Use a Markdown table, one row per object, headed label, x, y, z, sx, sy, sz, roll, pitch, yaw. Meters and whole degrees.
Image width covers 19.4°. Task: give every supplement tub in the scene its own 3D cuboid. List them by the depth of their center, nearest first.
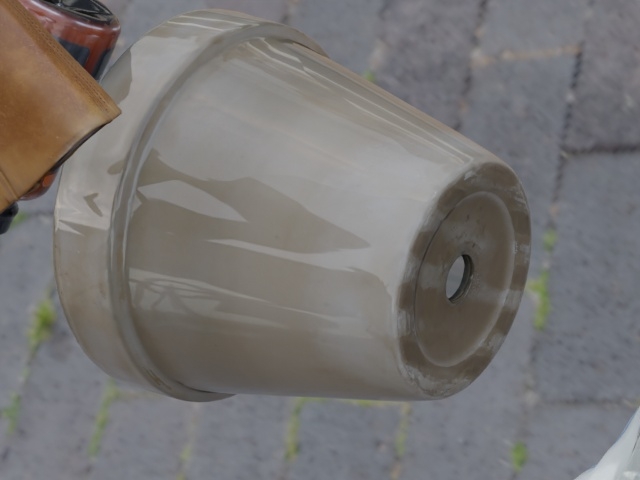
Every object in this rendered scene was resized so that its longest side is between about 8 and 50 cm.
| label | x | y | z | sx | sy | sz | roll | pitch | yaw |
| --- | --- | --- | --- | --- | --- | --- | --- | --- | --- |
| supplement tub | -0.240 | -0.104 | 1.464 | 0.106 | 0.106 | 0.198 | 42 | 112 | 41 |

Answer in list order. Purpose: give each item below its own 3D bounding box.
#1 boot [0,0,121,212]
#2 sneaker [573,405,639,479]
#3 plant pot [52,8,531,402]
| label | x | y | z | sx | sy | sz | roll | pitch | yaw |
| --- | --- | --- | --- | --- | --- | --- | --- | --- | --- |
| boot | -0.290 | -0.117 | 1.129 | 0.264 | 0.280 | 0.096 | -32 | 12 | 23 |
| sneaker | 0.173 | 0.128 | 0.931 | 0.085 | 0.086 | 0.237 | 59 | 139 | 26 |
| plant pot | 0.000 | 0.000 | 1.468 | 0.280 | 0.323 | 0.323 | 17 | 79 | 34 |
